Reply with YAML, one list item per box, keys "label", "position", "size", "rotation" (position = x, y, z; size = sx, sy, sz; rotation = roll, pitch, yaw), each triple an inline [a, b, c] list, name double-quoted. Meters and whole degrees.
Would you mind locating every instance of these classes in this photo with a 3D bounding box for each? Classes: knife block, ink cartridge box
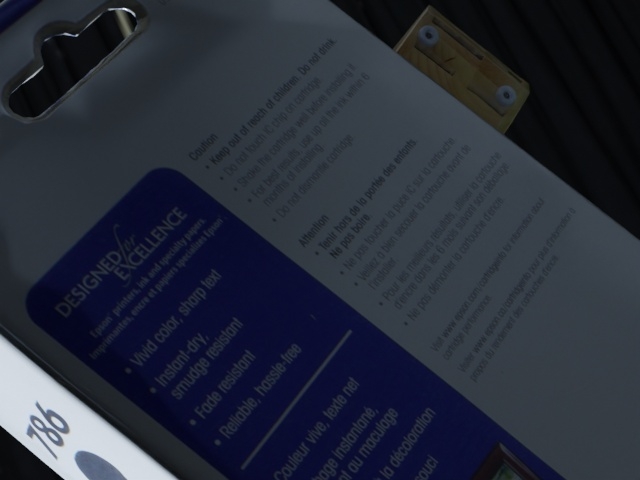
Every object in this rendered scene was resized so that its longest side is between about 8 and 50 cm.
- label: "knife block"
  position: [0.000, 0.000, 0.884]
  size: [0.276, 0.088, 0.242]
  rotation: [-55, -173, -23]
- label: "ink cartridge box"
  position: [0.028, 0.044, 0.392]
  size: [0.165, 0.332, 0.065]
  rotation: [-48, 176, -33]
